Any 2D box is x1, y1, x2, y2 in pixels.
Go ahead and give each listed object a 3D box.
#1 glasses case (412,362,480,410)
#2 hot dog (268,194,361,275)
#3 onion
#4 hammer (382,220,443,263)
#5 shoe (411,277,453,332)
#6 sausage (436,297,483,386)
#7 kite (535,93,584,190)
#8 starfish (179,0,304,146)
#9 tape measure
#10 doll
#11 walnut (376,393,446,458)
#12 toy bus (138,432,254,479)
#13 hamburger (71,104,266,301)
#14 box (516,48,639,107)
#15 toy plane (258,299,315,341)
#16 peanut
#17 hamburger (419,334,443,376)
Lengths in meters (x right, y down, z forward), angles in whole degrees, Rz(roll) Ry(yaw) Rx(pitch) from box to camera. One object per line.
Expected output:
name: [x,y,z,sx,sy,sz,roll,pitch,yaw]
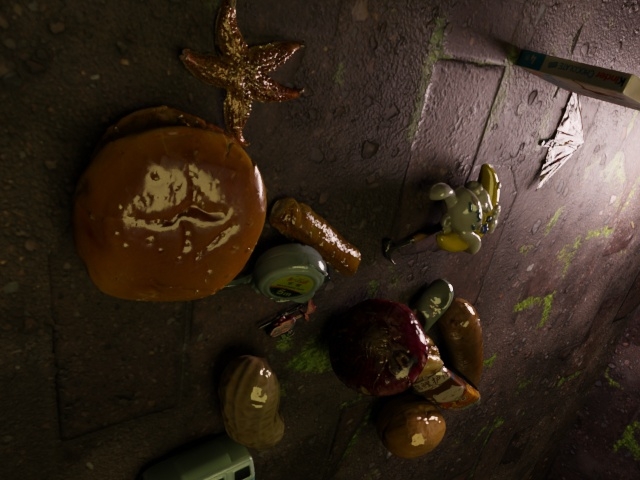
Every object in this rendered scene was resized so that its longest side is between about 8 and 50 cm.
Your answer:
glasses case: [0.397,0.465,1.552,0.122,0.082,0.321,-31,133,23]
hot dog: [0.001,-0.001,1.054,0.289,0.068,0.083,36,86,-44]
onion: [0.142,0.269,1.221,0.246,0.246,0.190,-37,144,-12]
hammer: [0.242,0.000,1.267,0.200,0.021,0.078,-22,125,-25]
shoe: [0.301,0.198,1.397,0.078,0.079,0.195,0,125,-58]
sausage: [0.457,0.344,1.578,0.136,0.123,0.501,-56,144,-29]
kite: [0.727,-0.296,1.450,0.233,0.016,0.322,-6,121,-34]
starfish: [-0.121,-0.267,0.807,0.227,0.043,0.241,-14,128,-29]
tape measure: [-0.133,0.051,0.971,0.330,0.084,0.164,15,132,-34]
doll: [0.373,-0.074,1.255,0.237,0.111,0.252,-30,128,-20]
walnut: [0.285,0.586,1.561,0.225,0.193,0.193,-8,122,-38]
toy bus: [-0.294,0.573,1.156,0.271,0.133,0.165,-13,119,-34]
hamburger: [-0.235,-0.040,0.779,0.289,0.170,0.315,4,116,-32]
box: [0.647,-0.371,1.162,0.264,0.273,0.048,2,117,-39]
toy plane: [-0.075,0.186,1.138,0.145,0.037,0.060,-24,120,-18]
peanut: [-0.153,0.385,1.139,0.325,0.140,0.153,83,19,-44]
hamburger: [0.236,0.344,1.387,0.213,0.108,0.214,-15,150,-9]
